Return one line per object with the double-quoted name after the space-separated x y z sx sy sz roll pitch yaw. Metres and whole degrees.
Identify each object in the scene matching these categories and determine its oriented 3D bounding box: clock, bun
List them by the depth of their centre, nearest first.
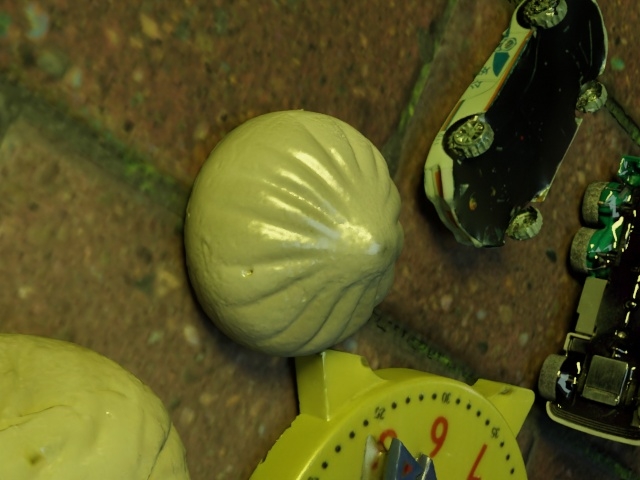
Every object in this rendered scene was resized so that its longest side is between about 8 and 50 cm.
-0.139 0.129 0.456 0.193 0.127 0.179 17 86 -42 "bun"
0.000 0.000 0.596 0.138 0.094 0.138 -13 109 -42 "bun"
0.052 0.218 0.693 0.277 0.071 0.294 8 91 -45 "clock"

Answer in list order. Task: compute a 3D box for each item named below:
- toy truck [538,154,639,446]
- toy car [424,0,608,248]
0.254 0.053 0.844 0.116 0.110 0.216 31 74 -54 "toy truck"
0.135 -0.087 0.738 0.095 0.056 0.205 51 59 -36 "toy car"
